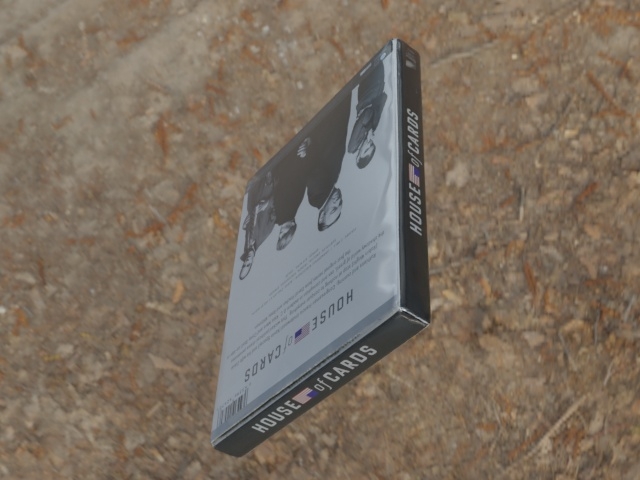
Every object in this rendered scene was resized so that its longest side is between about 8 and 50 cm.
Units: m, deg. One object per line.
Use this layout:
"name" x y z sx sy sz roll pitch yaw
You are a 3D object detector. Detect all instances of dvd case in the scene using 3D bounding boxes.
"dvd case" 0.000 0.000 0.676 0.179 0.029 0.239 -40 32 36
